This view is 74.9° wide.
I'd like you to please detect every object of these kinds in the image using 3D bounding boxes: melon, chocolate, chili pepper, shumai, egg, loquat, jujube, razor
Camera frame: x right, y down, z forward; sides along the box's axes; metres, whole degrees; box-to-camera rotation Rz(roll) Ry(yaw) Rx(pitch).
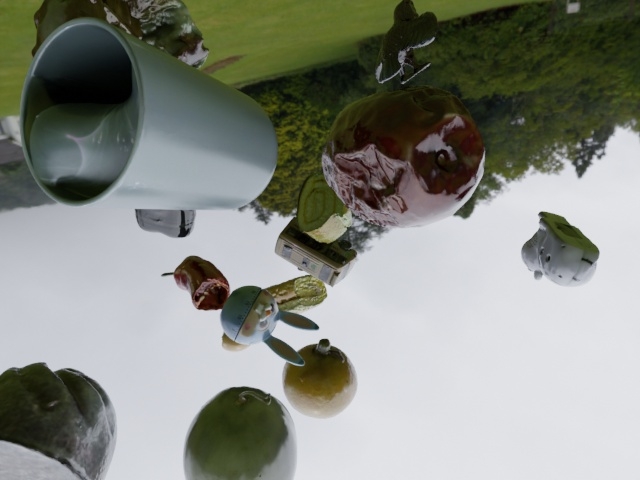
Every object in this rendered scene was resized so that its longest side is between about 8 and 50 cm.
[{"bbox_3d":[-0.174,0.472,0.923,0.272,0.307,0.272,-3,174,0],"label":"melon"},{"bbox_3d":[-0.495,0.335,0.750,0.304,0.303,0.213,-3,-146,5],"label":"chocolate"},{"bbox_3d":[-0.414,0.114,1.392,0.135,0.131,0.338,6,-169,-37],"label":"chili pepper"},{"bbox_3d":[-0.409,-0.485,0.968,0.272,0.203,0.222,12,-141,28],"label":"shumai"},{"bbox_3d":[-0.258,0.303,1.287,0.097,0.080,0.080,0,-157,-10],"label":"egg"},{"bbox_3d":[0.000,0.572,1.772,0.329,0.359,0.328,5,-157,-2],"label":"loquat"},{"bbox_3d":[0.148,-0.165,0.850,0.277,0.276,0.377,-16,-167,-20],"label":"jujube"},{"bbox_3d":[-0.494,-0.157,1.310,0.205,0.349,0.113,17,-136,2],"label":"razor"}]

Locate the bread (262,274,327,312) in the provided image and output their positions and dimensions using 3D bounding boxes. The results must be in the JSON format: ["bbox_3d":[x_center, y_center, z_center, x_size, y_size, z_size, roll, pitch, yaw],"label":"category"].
[{"bbox_3d":[-0.173,0.276,1.938,0.376,0.165,0.237,-20,171,33],"label":"bread"}]

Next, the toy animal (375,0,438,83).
[{"bbox_3d":[0.180,-0.456,0.949,0.116,0.179,0.218,-12,-178,-21],"label":"toy animal"}]

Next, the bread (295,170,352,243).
[{"bbox_3d":[0.019,-0.125,1.460,0.186,0.124,0.256,-10,-114,23],"label":"bread"}]

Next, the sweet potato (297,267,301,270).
[{"bbox_3d":[0.004,-0.003,1.710,0.112,0.359,0.112,26,-164,-8],"label":"sweet potato"}]

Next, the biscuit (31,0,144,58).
[{"bbox_3d":[-0.392,-0.290,0.776,0.103,0.331,0.332,-4,-155,1],"label":"biscuit"}]

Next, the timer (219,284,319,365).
[{"bbox_3d":[-0.146,0.213,1.112,0.256,0.175,0.175,16,-149,18],"label":"timer"}]

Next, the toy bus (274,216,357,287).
[{"bbox_3d":[-0.018,0.046,1.557,0.290,0.139,0.157,31,-135,8],"label":"toy bus"}]

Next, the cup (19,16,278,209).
[{"bbox_3d":[-0.206,-0.142,0.590,0.206,0.205,0.312,6,-176,24],"label":"cup"}]

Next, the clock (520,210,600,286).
[{"bbox_3d":[0.434,0.033,0.777,0.080,0.117,0.176,13,-152,-1],"label":"clock"}]
